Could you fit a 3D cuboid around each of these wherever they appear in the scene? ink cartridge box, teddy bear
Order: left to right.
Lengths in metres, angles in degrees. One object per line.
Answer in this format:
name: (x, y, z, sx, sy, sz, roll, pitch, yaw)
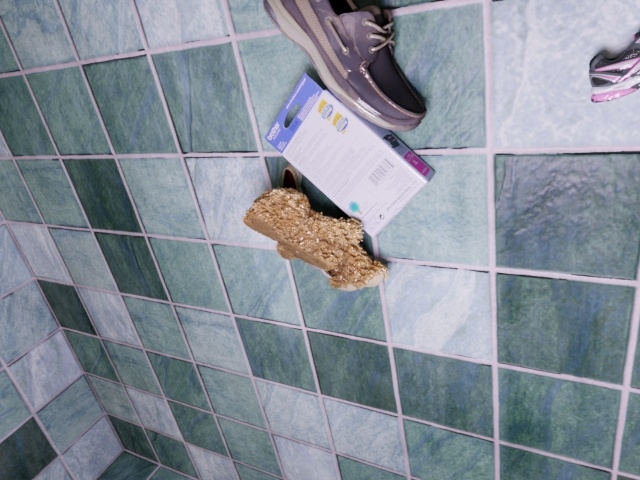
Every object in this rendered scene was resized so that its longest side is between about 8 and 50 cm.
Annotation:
teddy bear: (0.000, 0.000, 1.069, 0.338, 0.113, 0.245, 31, 158, -2)
ink cartridge box: (0.051, -0.171, 0.981, 0.311, 0.065, 0.185, 41, 132, -1)

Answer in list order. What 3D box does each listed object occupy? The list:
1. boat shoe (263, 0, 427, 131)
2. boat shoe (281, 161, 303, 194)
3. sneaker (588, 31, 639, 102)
boat shoe: (0.055, -0.335, 0.828, 0.355, 0.132, 0.130, 44, 132, -2)
boat shoe: (-0.067, -0.113, 1.100, 0.050, 0.045, 0.135, 15, 125, 23)
sneaker: (0.462, -0.255, 0.674, 0.178, 0.072, 0.077, -16, 99, 31)
